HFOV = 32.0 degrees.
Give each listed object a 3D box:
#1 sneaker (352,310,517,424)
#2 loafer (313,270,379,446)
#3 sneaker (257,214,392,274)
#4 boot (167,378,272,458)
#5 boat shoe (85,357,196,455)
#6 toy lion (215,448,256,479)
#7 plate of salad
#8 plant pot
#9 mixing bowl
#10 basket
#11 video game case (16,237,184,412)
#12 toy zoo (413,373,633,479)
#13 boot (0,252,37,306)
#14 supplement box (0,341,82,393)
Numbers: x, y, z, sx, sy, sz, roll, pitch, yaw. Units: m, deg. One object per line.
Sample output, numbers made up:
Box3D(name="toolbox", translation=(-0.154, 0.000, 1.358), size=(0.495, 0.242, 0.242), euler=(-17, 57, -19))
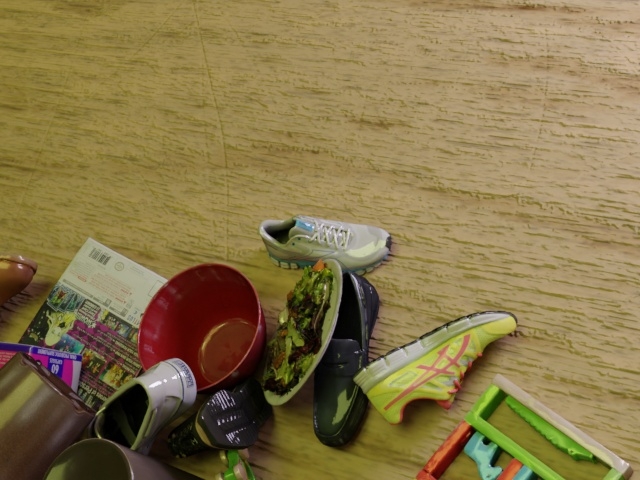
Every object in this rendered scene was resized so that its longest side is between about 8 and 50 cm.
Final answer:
Box3D(name="sneaker", translation=(0.149, 0.153, 1.345), size=(0.209, 0.081, 0.094), euler=(-27, 83, 2))
Box3D(name="loafer", translation=(0.024, 0.145, 1.399), size=(0.076, 0.078, 0.223), euler=(-2, 63, 26))
Box3D(name="sneaker", translation=(0.000, 0.000, 1.492), size=(0.191, 0.083, 0.071), euler=(-1, 61, 24))
Box3D(name="boot", translation=(-0.147, 0.243, 1.376), size=(0.137, 0.198, 0.076), euler=(-30, 82, 14))
Box3D(name="boat shoe", translation=(-0.256, 0.237, 1.415), size=(0.095, 0.084, 0.258), euler=(52, 127, 20))
Box3D(name="toy lion", translation=(-0.091, 0.309, 1.367), size=(0.034, 0.096, 0.100), euler=(-26, 14, 6))
Box3D(name="plate of salad", translation=(-0.032, 0.111, 1.407), size=(0.200, 0.048, 0.199), euler=(-52, 23, 32))
Box3D(name="plant pot", translation=(-0.376, 0.235, 1.357), size=(0.167, 0.167, 0.165), euler=(35, 81, 36))
Box3D(name="mixing bowl", translation=(-0.141, 0.132, 1.476), size=(0.182, 0.098, 0.181), euler=(-12, 58, 20))
Box3D(name="basket", translation=(-0.216, 0.329, 1.323), size=(0.204, 0.227, 0.154), euler=(-8, 60, 22))
Box3D(name="video game case", translation=(-0.308, 0.126, 1.597), size=(0.232, 0.042, 0.210), euler=(24, 76, 34))
Box3D(name="toy zoo", translation=(0.185, 0.316, 1.253), size=(0.192, 0.030, 0.293), euler=(35, 82, 36))
Box3D(name="boot", translation=(-0.538, 0.149, 1.656), size=(0.284, 0.109, 0.220), euler=(-20, 55, 18))
Box3D(name="supplement box", translation=(-0.413, 0.252, 1.507), size=(0.114, 0.111, 0.220), euler=(3, 80, 27))
